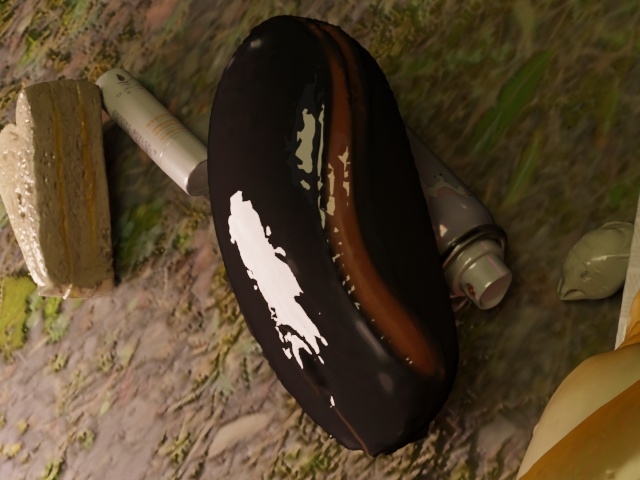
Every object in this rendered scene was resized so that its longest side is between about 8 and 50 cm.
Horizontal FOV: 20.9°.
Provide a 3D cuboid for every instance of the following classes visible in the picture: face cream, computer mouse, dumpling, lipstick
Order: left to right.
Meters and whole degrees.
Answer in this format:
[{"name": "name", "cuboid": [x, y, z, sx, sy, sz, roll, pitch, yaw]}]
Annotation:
[{"name": "lipstick", "cuboid": [-0.136, -0.091, 1.434, 0.141, 0.040, 0.040, 43, 98, 31]}, {"name": "computer mouse", "cuboid": [-0.004, 0.001, 1.233, 0.183, 0.116, 0.323, -19, 86, 58]}, {"name": "face cream", "cuboid": [0.061, -0.038, 1.291, 0.075, 0.075, 0.229, -47, 59, 9]}, {"name": "dumpling", "cuboid": [0.196, 0.011, 1.223, 0.043, 0.077, 0.059, 24, 46, -3]}]

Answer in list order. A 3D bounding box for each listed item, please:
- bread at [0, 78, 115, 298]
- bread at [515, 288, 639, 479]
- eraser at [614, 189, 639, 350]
[{"name": "bread", "cuboid": [-0.206, -0.041, 1.419, 0.105, 0.077, 0.152, -52, 56, 38]}, {"name": "bread", "cuboid": [0.258, 0.128, 0.953, 0.245, 0.329, 0.424, 32, 57, 21]}, {"name": "eraser", "cuboid": [0.279, -0.074, 1.169, 0.096, 0.098, 0.404, 6, 79, 29]}]
